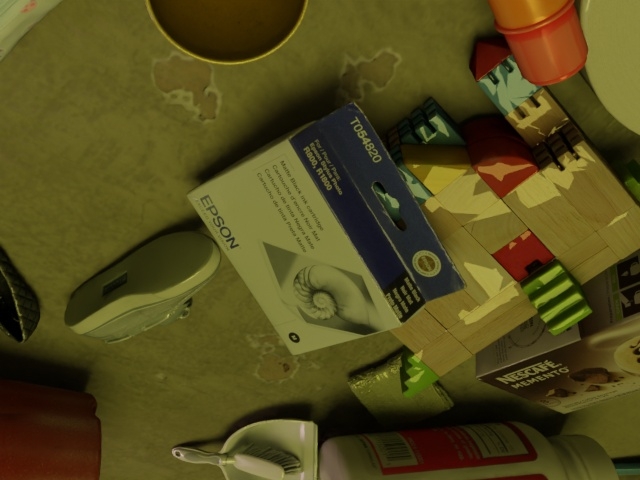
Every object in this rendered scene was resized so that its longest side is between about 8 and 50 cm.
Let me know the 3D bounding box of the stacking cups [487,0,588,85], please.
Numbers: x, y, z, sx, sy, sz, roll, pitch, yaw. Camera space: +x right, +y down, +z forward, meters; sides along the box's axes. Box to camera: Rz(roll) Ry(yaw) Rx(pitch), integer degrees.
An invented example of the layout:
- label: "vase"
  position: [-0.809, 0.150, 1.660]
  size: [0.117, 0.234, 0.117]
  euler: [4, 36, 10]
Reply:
- label: "stacking cups"
  position: [0.140, -0.271, 0.671]
  size: [0.096, 0.096, 0.316]
  euler: [-23, 125, 11]

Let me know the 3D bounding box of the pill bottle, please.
- label: "pill bottle"
  position: [0.207, 0.380, 1.153]
  size: [0.408, 0.229, 0.229]
  euler: [-1, 130, -15]

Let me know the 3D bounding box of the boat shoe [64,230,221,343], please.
- label: "boat shoe"
  position: [-0.192, 0.060, 0.931]
  size: [0.228, 0.079, 0.081]
  euler: [-24, 139, 26]

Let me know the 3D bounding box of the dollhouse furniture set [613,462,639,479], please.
- label: "dollhouse furniture set"
  position: [0.455, 0.538, 1.305]
  size: [0.304, 0.286, 0.198]
  euler: [-3, 137, 0]

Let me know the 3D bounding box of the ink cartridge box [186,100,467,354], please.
- label: "ink cartridge box"
  position: [0.000, 0.000, 0.822]
  size: [0.224, 0.045, 0.223]
  euler: [-24, 104, 39]

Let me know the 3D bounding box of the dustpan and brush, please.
- label: "dustpan and brush"
  position: [-0.112, 0.316, 1.160]
  size: [0.211, 0.060, 0.147]
  euler: [6, 102, 26]

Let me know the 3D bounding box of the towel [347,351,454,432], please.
- label: "towel"
  position: [0.113, 0.217, 1.143]
  size: [0.110, 0.027, 0.148]
  euler: [-28, 130, 16]

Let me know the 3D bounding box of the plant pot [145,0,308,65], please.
- label: "plant pot"
  position: [-0.081, -0.232, 0.687]
  size: [0.134, 0.095, 0.134]
  euler: [-5, 130, -6]

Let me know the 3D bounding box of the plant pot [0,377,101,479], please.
- label: "plant pot"
  position: [-0.421, 0.275, 0.974]
  size: [0.265, 0.272, 0.272]
  euler: [12, 128, -27]

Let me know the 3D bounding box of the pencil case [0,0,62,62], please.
- label: "pencil case"
  position: [-0.290, -0.199, 0.665]
  size: [0.273, 0.124, 0.113]
  euler: [-37, 125, 20]

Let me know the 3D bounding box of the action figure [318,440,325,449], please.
- label: "action figure"
  position: [0.002, 0.318, 1.211]
  size: [0.115, 0.030, 0.038]
  euler: [35, 113, -32]

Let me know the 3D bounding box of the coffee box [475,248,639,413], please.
- label: "coffee box"
  position: [0.343, 0.096, 0.953]
  size: [0.168, 0.118, 0.297]
  euler: [24, 144, -27]

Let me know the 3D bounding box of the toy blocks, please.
- label: "toy blocks"
  position: [0.154, -0.031, 0.865]
  size: [0.381, 0.190, 0.261]
  euler: [-38, 114, 21]

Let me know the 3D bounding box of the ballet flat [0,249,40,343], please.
- label: "ballet flat"
  position: [-0.373, 0.048, 0.910]
  size: [0.058, 0.049, 0.173]
  euler: [-22, 130, 9]

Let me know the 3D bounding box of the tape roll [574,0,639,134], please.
- label: "tape roll"
  position: [0.421, -0.260, 0.756]
  size: [0.392, 0.072, 0.391]
  euler: [-5, 131, -5]
